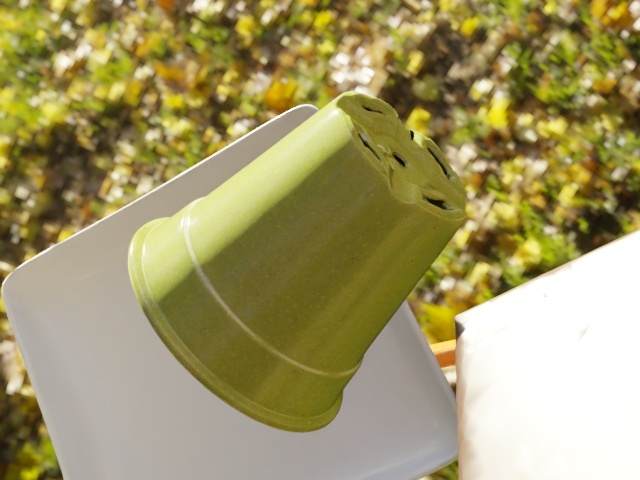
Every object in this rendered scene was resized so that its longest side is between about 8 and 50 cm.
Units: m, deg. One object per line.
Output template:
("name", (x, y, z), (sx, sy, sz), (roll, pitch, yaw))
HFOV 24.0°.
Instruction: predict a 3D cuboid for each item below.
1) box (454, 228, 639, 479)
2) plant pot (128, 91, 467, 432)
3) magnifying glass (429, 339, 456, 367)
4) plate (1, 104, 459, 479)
("box", (0.187, 0.162, 0.818), (0.191, 0.143, 0.381), (-28, 28, 21))
("plant pot", (0.000, 0.000, 0.447), (0.079, 0.083, 0.083), (-45, 46, 23))
("magnifying glass", (0.205, 0.093, 1.446), (0.231, 0.026, 0.092), (-12, 20, 19))
("plate", (-0.064, 0.084, 1.046), (0.277, 0.045, 0.278), (-29, 67, 12))
